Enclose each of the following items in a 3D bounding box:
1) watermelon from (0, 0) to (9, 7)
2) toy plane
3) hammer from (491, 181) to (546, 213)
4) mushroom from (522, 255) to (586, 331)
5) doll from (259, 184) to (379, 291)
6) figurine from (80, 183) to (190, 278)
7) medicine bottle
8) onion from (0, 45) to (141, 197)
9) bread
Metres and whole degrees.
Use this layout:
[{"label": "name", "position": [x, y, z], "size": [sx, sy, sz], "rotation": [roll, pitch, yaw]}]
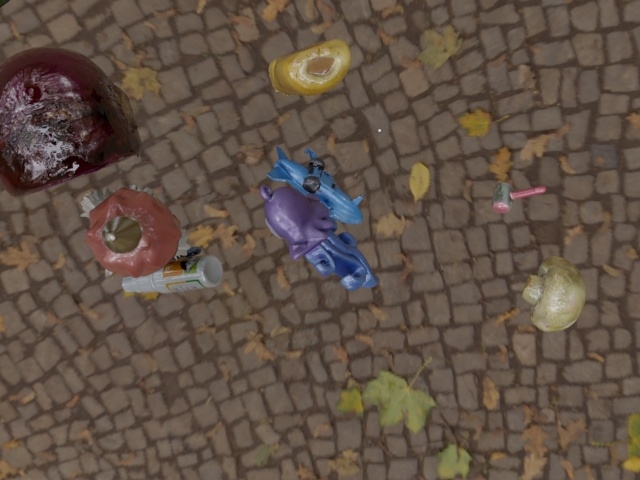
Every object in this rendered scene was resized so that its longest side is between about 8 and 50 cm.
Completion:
[{"label": "watermelon", "position": [-0.429, -0.355, 0.961], "size": [0.119, 0.245, 0.063], "rotation": [34, 61, 12]}, {"label": "toy plane", "position": [-0.004, -0.124, 1.921], "size": [0.271, 0.254, 0.105], "rotation": [27, 130, -12]}, {"label": "hammer", "position": [0.298, -0.068, 1.191], "size": [0.083, 0.053, 0.031], "rotation": [-11, 136, 33]}, {"label": "mushroom", "position": [0.443, 0.102, 1.503], "size": [0.112, 0.148, 0.148], "rotation": [17, 99, 17]}, {"label": "doll", "position": [0.000, 0.000, 0.969], "size": [0.067, 0.110, 0.206], "rotation": [-38, 116, 25]}, {"label": "figurine", "position": [-0.320, -0.005, 1.343], "size": [0.207, 0.387, 0.166], "rotation": [33, 91, -15]}, {"label": "medicine bottle", "position": [-0.282, 0.057, 1.508], "size": [0.220, 0.092, 0.061], "rotation": [-10, 135, 32]}, {"label": "onion", "position": [-0.506, -0.231, 1.500], "size": [0.281, 0.337, 0.260], "rotation": [-22, 101, 7]}, {"label": "bread", "position": [-0.016, -0.316, 1.478], "size": [0.134, 0.173, 0.085], "rotation": [-24, 106, -10]}]
